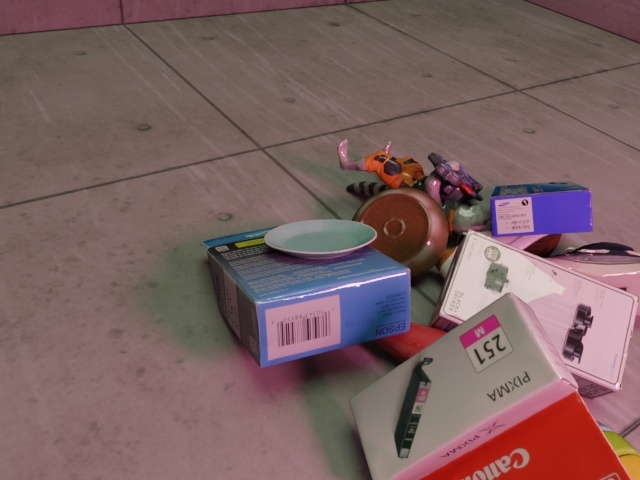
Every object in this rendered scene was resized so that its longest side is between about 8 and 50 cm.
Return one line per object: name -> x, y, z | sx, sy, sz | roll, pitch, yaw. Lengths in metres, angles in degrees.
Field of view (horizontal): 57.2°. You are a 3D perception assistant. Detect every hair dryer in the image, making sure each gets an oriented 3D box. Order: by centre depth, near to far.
hair dryer -> 0.151, 0.213, 0.883 | 0.223, 0.080, 0.294 | -9, 39, -19

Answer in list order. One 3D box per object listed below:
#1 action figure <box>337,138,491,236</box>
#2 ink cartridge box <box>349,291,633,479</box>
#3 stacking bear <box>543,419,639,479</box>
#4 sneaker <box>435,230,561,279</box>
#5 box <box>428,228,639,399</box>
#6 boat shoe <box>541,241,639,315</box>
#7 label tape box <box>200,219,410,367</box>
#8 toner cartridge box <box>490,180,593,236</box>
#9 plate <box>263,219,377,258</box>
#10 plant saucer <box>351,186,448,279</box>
action figure -> 0.232, -0.106, 1.297 | 0.330, 0.179, 0.341 | 37, 14, 30
ink cartridge box -> 0.179, 0.235, 0.704 | 0.060, 0.275, 0.239 | 31, 28, -40
stacking bear -> 0.325, 0.306, 0.674 | 0.164, 0.176, 0.289 | 21, 11, -33
sneaker -> 0.350, 0.008, 1.164 | 0.290, 0.106, 0.123 | -17, 46, -27
box -> 0.341, 0.119, 0.951 | 0.289, 0.087, 0.169 | 21, 66, 7
boat shoe -> 0.474, 0.072, 1.115 | 0.340, 0.127, 0.158 | 2, 18, -3
label tape box -> -0.043, 0.068, 0.997 | 0.249, 0.115, 0.347 | -10, 17, -22
toner cartridge box -> 0.423, -0.068, 1.151 | 0.165, 0.075, 0.348 | -2, 7, 18
plate -> 0.000, 0.000, 0.978 | 0.188, 0.024, 0.188 | -2, 18, 1
plant saucer -> 0.143, -0.018, 1.126 | 0.198, 0.036, 0.199 | -7, 69, 18
